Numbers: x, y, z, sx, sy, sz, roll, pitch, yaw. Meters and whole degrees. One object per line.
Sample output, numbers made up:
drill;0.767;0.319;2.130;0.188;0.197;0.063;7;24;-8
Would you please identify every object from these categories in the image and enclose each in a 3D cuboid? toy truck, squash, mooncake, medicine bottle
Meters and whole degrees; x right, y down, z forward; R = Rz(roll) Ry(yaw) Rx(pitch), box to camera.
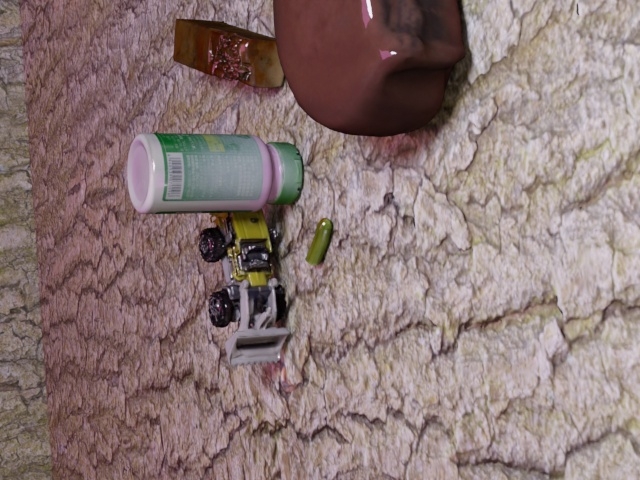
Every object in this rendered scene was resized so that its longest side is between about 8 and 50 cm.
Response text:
toy truck;-0.124;0.068;1.850;0.111;0.136;0.286;-33;65;53
squash;0.000;0.000;1.728;0.027;0.027;0.083;57;137;44
mooncake;0.072;-0.318;1.429;0.334;0.174;0.326;-56;48;43
medicine bottle;-0.170;-0.110;1.773;0.133;0.274;0.133;5;95;63

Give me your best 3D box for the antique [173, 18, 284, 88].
antique;-0.166;-0.341;1.942;0.310;0.093;0.087;32;119;56
